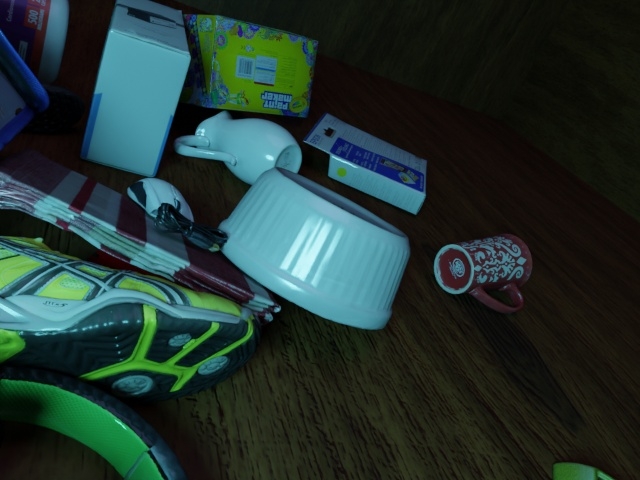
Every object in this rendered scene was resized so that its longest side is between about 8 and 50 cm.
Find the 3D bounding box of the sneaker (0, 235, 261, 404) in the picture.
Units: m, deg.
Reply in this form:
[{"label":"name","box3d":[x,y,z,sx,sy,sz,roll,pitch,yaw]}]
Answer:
[{"label":"sneaker","box3d":[-0.233,0.059,0.541,0.384,0.145,0.147,10,40,-31]}]

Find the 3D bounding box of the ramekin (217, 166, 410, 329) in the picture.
[{"label":"ramekin","box3d":[0.000,0.000,0.817,0.273,0.127,0.273,27,9,-4]}]

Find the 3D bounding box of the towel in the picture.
[{"label":"towel","box3d":[-0.216,-0.008,0.700,0.329,0.037,0.237,29,4,-21]}]

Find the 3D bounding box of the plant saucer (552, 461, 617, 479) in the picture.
[{"label":"plant saucer","box3d":[0.357,0.344,0.652,0.188,0.045,0.188,30,26,11]}]

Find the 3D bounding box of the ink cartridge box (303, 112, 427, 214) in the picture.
[{"label":"ink cartridge box","box3d":[0.115,-0.198,1.451,0.307,0.072,0.303,23,27,1]}]

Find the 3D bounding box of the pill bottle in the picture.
[{"label":"pill bottle","box3d":[-0.632,-0.403,1.041,0.323,0.181,0.181,9,30,-30]}]

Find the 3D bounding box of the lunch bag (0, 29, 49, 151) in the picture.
[{"label":"lunch bag","box3d":[-0.482,-0.213,0.617,0.328,0.239,0.385,59,-1,-26]}]

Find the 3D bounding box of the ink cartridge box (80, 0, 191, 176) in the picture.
[{"label":"ink cartridge box","box3d":[-0.329,-0.289,1.042,0.129,0.223,0.307,12,28,-23]}]

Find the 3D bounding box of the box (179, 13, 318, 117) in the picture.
[{"label":"box","box3d":[-0.212,-0.387,1.298,0.279,0.177,0.290,20,18,39]}]

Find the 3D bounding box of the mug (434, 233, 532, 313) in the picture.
[{"label":"mug","box3d":[0.314,0.056,1.092,0.169,0.113,0.150,-3,35,-39]}]

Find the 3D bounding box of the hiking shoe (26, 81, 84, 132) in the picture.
[{"label":"hiking shoe","box3d":[-0.505,-0.238,0.949,0.227,0.086,0.114,-6,42,-46]}]

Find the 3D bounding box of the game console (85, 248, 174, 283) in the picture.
[{"label":"game console","box3d":[-0.210,0.062,0.725,0.144,0.085,0.124,30,57,12]}]

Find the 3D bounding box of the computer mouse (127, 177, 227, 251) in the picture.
[{"label":"computer mouse","box3d":[-0.197,-0.047,0.760,0.106,0.042,0.193,26,5,-43]}]

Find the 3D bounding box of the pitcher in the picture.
[{"label":"pitcher","box3d":[-0.157,-0.170,1.109,0.207,0.125,0.178,27,38,29]}]

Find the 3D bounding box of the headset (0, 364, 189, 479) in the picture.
[{"label":"headset","box3d":[-0.252,0.200,0.336,0.243,0.185,0.394,45,17,29]}]
